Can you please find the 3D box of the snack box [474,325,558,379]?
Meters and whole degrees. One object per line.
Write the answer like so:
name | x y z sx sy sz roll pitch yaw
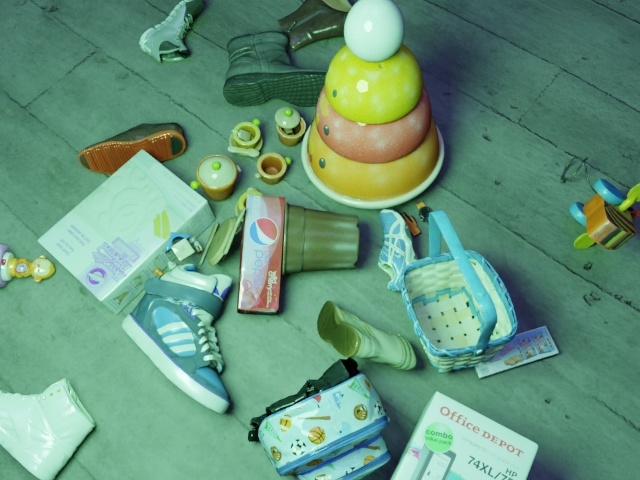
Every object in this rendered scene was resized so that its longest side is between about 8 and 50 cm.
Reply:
snack box | 0.408 0.238 1.235 0.178 0.022 0.064 -16 62 -4

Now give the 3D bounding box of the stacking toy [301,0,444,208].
stacking toy | 0.113 -0.328 1.269 0.351 0.479 0.350 -2 58 4

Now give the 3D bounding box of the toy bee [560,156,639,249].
toy bee | 0.656 -0.073 1.295 0.162 0.195 0.298 29 56 -9

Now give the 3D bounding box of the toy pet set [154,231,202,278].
toy pet set | -0.334 0.023 1.326 0.122 0.114 0.065 -35 91 -20

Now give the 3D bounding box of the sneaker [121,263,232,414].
sneaker | -0.251 0.184 1.246 0.323 0.130 0.236 36 76 25

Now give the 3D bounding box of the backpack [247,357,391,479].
backpack | 0.007 0.351 1.074 0.277 0.263 0.213 -28 67 -11

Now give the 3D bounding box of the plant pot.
plant pot | 0.000 0.000 1.309 0.165 0.167 0.166 3 64 -2

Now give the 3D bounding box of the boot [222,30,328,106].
boot | -0.097 -0.482 1.575 0.339 0.118 0.222 2 59 0

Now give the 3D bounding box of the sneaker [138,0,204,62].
sneaker | -0.396 -0.589 1.668 0.229 0.086 0.132 -42 73 -4

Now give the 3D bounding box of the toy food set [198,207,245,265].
toy food set | -0.215 0.001 1.328 0.039 0.192 0.132 28 69 -22

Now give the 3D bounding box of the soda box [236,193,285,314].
soda box | -0.133 0.033 1.301 0.092 0.083 0.263 4 76 -9

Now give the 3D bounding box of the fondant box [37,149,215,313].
fondant box | -0.455 -0.027 1.384 0.238 0.096 0.330 37 73 19

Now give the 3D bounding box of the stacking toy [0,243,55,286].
stacking toy | -0.781 0.061 1.352 0.302 0.165 0.175 4 62 -10

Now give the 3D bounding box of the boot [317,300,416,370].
boot | 0.094 0.204 1.234 0.165 0.213 0.077 19 97 -24

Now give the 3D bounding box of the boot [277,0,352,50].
boot | 0.014 -0.590 1.649 0.207 0.090 0.248 -32 69 4

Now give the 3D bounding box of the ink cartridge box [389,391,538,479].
ink cartridge box | 0.229 0.452 1.046 0.198 0.197 0.270 26 68 15

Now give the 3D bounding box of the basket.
basket | 0.268 0.110 1.150 0.201 0.289 0.254 -17 54 0

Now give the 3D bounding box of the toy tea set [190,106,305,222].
toy tea set | -0.163 -0.211 1.422 0.200 0.124 0.335 24 67 3

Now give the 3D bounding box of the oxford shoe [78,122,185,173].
oxford shoe | -0.486 -0.244 1.506 0.272 0.096 0.098 -12 44 -6

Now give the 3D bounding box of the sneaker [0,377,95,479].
sneaker | -0.609 0.343 1.216 0.293 0.108 0.169 36 70 9

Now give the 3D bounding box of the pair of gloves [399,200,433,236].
pair of gloves | 0.234 -0.052 1.395 0.083 0.010 0.074 -28 64 -12

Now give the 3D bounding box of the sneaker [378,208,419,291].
sneaker | 0.168 0.020 1.326 0.081 0.080 0.211 -13 63 -6
